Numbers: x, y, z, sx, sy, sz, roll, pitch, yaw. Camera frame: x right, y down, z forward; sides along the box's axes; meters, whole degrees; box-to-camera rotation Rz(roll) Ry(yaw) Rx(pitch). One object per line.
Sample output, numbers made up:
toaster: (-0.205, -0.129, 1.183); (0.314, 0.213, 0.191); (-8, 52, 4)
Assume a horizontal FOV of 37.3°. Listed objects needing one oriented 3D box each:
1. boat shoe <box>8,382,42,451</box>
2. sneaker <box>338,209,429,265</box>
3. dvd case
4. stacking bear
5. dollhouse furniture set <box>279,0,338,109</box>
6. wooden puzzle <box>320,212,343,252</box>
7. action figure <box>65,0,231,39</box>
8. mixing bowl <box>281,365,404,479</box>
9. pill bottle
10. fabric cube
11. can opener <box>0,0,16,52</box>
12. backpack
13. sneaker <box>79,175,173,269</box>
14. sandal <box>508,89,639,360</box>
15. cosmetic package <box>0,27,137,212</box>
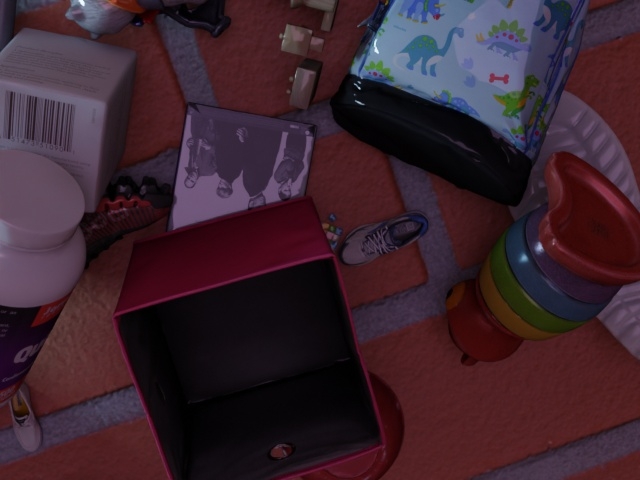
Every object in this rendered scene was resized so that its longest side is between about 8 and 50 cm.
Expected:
boat shoe: (-0.405, 0.243, 1.291); (0.035, 0.035, 0.100); (-10, 94, -3)
sneaker: (0.087, -0.005, 1.292); (0.135, 0.058, 0.052); (-26, 95, -1)
dvd case: (-0.112, -0.055, 1.291); (0.179, 0.029, 0.239); (10, 94, -4)
stacking bear: (0.265, 0.056, 1.205); (0.164, 0.175, 0.289); (29, 135, -12)
dollhouse furniture set: (-0.053, -0.269, 1.236); (0.123, 0.144, 0.151); (14, 108, 0)
wooden puzzle: (0.000, 0.000, 1.313); (0.049, 0.006, 0.083); (20, 93, -5)
action figure: (-0.247, -0.417, 1.184); (0.341, 0.178, 0.330); (23, 92, -2)
mixing bowl: (0.033, 0.268, 1.289); (0.181, 0.098, 0.182); (0, 94, -4)
pill bottle: (-0.387, 0.052, 1.096); (0.181, 0.181, 0.323); (34, 125, -5)
fabric cube: (-0.087, 0.123, 1.167); (0.254, 0.258, 0.259); (-16, 108, -3)
can opener: (-0.414, -0.350, 1.196); (0.074, 0.093, 0.281); (4, 93, -21)
backpack: (0.206, -0.272, 1.201); (0.290, 0.273, 0.356); (29, 79, 13)
sneaker: (-0.324, -0.004, 1.250); (0.276, 0.097, 0.135); (-14, 103, -7)
sandal: (0.375, -0.009, 1.291); (0.169, 0.102, 0.416); (-30, 83, 14)
cosmetic package: (-0.325, -0.153, 1.173); (0.151, 0.184, 0.151); (12, 120, -4)
